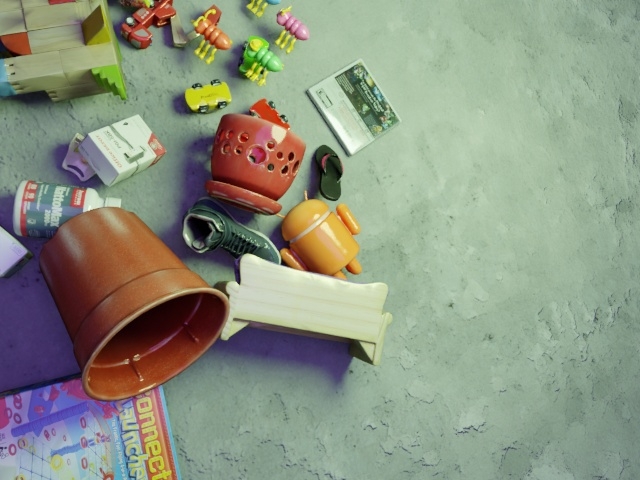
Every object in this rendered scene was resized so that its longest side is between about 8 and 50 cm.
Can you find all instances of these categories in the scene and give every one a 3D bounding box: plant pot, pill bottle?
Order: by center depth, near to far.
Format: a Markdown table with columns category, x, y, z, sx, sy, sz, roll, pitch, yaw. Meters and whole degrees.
| category | x | y | z | sx | sy | sz | roll | pitch | yaw |
| --- | --- | --- | --- | --- | --- | --- | --- | --- | --- |
| plant pot | -0.350 | 0.094 | 0.963 | 0.273 | 0.272 | 0.265 | -34 | 63 | -20 |
| pill bottle | -0.486 | -0.054 | 1.039 | 0.180 | 0.108 | 0.107 | 6 | 82 | -19 |
| plant pot | -0.145 | -0.153 | 1.135 | 0.191 | 0.191 | 0.174 | 19 | 87 | -17 |

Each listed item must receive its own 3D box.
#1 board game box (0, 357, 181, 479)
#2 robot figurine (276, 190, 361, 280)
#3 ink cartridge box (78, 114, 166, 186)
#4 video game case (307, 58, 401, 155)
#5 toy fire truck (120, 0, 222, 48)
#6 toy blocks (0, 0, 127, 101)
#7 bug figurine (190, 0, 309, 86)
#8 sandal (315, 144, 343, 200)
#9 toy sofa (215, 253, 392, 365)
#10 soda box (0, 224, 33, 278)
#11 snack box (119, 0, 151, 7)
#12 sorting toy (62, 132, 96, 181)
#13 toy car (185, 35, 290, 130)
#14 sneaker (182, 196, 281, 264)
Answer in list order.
| category | x | y | z | sx | sy | sz | roll | pitch | yaw |
| --- | --- | --- | --- | --- | --- | --- | --- | --- | --- |
| board game box | -0.435 | 0.404 | 1.011 | 0.302 | 0.086 | 0.307 | -12 | 88 | -20 |
| robot figurine | 0.001 | -0.001 | 1.196 | 0.219 | 0.158 | 0.128 | 51 | 33 | -7 |
| ink cartridge box | -0.398 | -0.184 | 1.082 | 0.099 | 0.056 | 0.135 | 53 | 40 | -7 |
| video game case | 0.086 | -0.330 | 1.322 | 0.173 | 0.022 | 0.190 | -36 | 95 | -19 |
| toy fire truck | -0.326 | -0.476 | 1.178 | 0.135 | 0.047 | 0.192 | 41 | 72 | -10 |
| toy blocks | -0.547 | -0.421 | 1.039 | 0.261 | 0.190 | 0.381 | -13 | 78 | -12 |
| bug figurine | -0.141 | -0.476 | 1.183 | 0.216 | 0.072 | 0.279 | 37 | 63 | -3 |
| sandal | 0.027 | -0.163 | 1.228 | 0.067 | 0.040 | 0.179 | 13 | 44 | -18 |
| toy sofa | -0.040 | 0.147 | 1.148 | 0.363 | 0.150 | 0.176 | 13 | 83 | -17 |
| soda box | -0.646 | -0.026 | 0.996 | 0.216 | 0.074 | 0.069 | 46 | 71 | -9 |
| snack box | -0.387 | -0.612 | 1.072 | 0.070 | 0.207 | 0.174 | 7 | 66 | 8 |
| sorting toy | -0.482 | -0.163 | 1.091 | 0.083 | 0.045 | 0.075 | 40 | 84 | -21 |
| toy car | -0.167 | -0.354 | 1.215 | 0.239 | 0.053 | 0.224 | 17 | 75 | -13 |
| sneaker | -0.185 | 0.008 | 1.102 | 0.226 | 0.163 | 0.086 | 37 | 101 | -8 |
